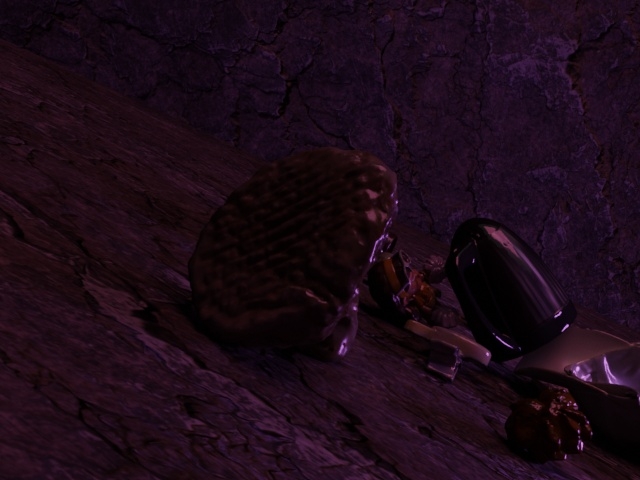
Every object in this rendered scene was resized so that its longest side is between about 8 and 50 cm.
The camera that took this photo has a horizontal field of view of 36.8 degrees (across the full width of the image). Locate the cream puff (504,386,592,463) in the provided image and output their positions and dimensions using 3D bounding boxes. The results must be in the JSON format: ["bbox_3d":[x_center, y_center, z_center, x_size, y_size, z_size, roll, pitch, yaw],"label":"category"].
[{"bbox_3d":[0.331,0.267,1.406,0.094,0.122,0.116,59,37,-17],"label":"cream puff"}]

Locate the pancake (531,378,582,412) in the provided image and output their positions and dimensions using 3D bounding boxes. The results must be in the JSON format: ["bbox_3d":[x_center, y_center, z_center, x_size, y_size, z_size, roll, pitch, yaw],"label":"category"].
[{"bbox_3d":[0.480,0.308,1.913,0.140,0.022,0.139,29,11,-6],"label":"pancake"}]

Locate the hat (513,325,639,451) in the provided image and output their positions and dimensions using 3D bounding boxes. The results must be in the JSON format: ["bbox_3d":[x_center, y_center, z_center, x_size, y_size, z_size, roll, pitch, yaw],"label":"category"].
[{"bbox_3d":[0.513,0.287,1.811,0.302,0.168,0.258,12,21,25],"label":"hat"}]

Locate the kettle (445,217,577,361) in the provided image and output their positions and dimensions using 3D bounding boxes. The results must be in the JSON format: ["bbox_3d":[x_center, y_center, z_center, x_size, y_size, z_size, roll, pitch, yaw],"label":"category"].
[{"bbox_3d":[0.340,0.087,1.907,0.271,0.251,0.207,61,-22,-4],"label":"kettle"}]

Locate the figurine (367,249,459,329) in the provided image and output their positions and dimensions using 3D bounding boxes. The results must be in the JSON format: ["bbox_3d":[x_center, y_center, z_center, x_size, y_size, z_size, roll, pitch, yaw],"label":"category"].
[{"bbox_3d":[0.190,0.110,1.906,0.240,0.116,0.174,28,40,-37],"label":"figurine"}]

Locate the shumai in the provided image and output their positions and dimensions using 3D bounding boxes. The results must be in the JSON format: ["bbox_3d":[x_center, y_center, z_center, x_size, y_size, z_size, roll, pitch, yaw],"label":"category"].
[{"bbox_3d":[0.010,0.040,1.320,0.262,0.314,0.267,41,10,-50],"label":"shumai"}]

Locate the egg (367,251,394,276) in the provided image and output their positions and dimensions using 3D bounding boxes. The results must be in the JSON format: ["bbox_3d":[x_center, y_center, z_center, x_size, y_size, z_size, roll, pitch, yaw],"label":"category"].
[{"bbox_3d":[0.153,0.074,2.148,0.110,0.085,0.085,42,14,23],"label":"egg"}]

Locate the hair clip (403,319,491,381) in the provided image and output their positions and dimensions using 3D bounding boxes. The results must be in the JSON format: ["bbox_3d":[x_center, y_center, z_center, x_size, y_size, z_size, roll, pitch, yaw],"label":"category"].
[{"bbox_3d":[0.219,0.192,1.708,0.159,0.071,0.218,26,4,15],"label":"hair clip"}]

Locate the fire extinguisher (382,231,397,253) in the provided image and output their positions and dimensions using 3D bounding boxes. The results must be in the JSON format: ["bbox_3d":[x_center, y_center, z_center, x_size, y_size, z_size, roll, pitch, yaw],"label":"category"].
[{"bbox_3d":[0.035,-0.057,2.479,0.341,0.105,0.141,29,41,14],"label":"fire extinguisher"}]

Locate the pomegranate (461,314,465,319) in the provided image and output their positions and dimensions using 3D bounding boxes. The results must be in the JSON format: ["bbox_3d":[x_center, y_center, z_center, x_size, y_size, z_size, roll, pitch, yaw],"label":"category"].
[{"bbox_3d":[0.414,0.161,2.255,0.149,0.148,0.169,23,2,-21],"label":"pomegranate"}]
